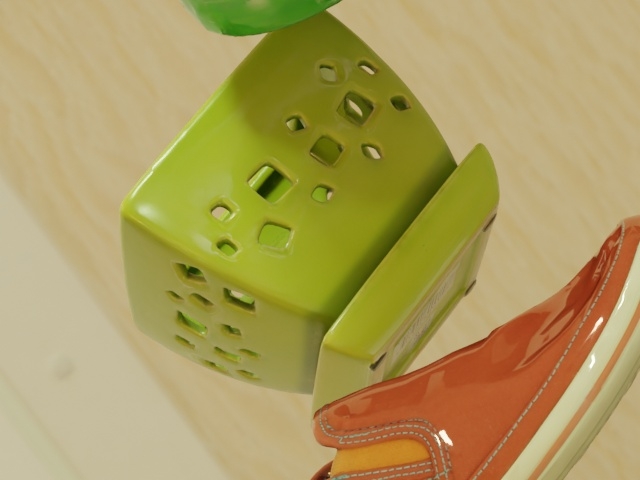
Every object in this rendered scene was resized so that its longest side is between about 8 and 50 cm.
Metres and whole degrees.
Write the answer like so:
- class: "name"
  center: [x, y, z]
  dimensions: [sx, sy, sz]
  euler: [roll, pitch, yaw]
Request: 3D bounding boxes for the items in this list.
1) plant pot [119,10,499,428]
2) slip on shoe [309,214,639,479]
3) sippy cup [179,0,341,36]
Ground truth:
- class: "plant pot"
  center: [0.000, 0.000, 1.280]
  dimensions: [0.228, 0.207, 0.227]
  euler: [-50, -13, -21]
- class: "slip on shoe"
  center: [0.046, 0.104, 0.801]
  dimensions: [0.331, 0.101, 0.123]
  euler: [-46, -5, 7]
- class: "sippy cup"
  center: [-0.052, -0.288, 1.087]
  dimensions: [0.305, 0.224, 0.240]
  euler: [7, 54, 50]
